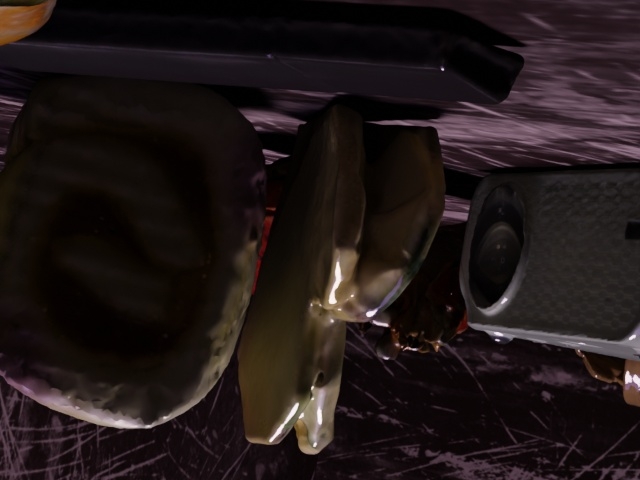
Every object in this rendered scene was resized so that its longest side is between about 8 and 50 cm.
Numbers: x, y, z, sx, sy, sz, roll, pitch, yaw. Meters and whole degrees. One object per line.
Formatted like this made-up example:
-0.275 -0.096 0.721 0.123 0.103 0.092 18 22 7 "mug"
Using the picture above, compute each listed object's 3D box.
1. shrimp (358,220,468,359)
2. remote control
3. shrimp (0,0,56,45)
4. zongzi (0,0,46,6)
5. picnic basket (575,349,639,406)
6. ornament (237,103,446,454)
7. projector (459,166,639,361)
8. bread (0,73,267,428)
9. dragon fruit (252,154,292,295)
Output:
0.103 0.026 1.228 0.154 0.062 0.294 -12 -166 23 "shrimp"
-0.040 -0.076 0.683 0.245 0.025 0.063 8 173 35 "remote control"
-0.177 -0.099 0.582 0.187 0.052 0.132 5 161 -24 "shrimp"
-0.087 -0.084 0.420 0.119 0.055 0.109 -1 177 -5 "zongzi"
0.252 0.056 1.297 0.137 0.128 0.178 8 -173 16 "picnic basket"
0.000 0.000 0.958 0.059 0.201 0.180 10 -139 -17 "ornament"
0.216 0.027 1.041 0.198 0.108 0.250 12 177 -19 "projector"
-0.126 0.005 1.041 0.155 0.187 0.338 17 175 -11 "bread"
-0.003 -0.026 1.168 0.127 0.120 0.161 39 159 5 "dragon fruit"
